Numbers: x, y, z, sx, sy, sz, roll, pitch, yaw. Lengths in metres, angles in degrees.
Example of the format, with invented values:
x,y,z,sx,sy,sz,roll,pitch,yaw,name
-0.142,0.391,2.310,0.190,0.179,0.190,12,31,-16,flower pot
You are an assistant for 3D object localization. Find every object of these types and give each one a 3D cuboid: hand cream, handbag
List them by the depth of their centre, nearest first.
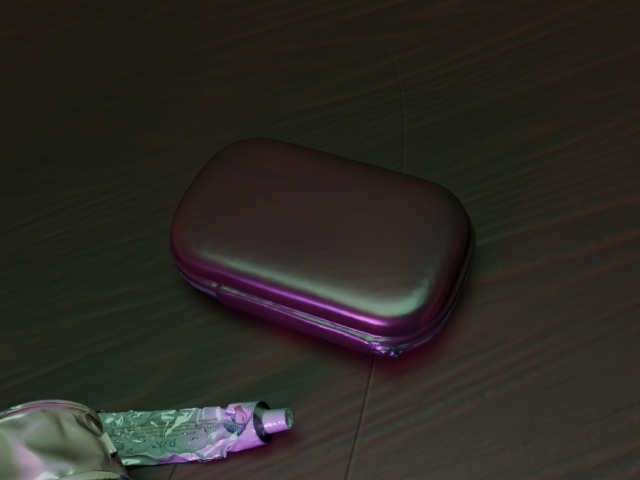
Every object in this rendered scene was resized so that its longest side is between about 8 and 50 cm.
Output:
x,y,z,sx,sy,sz,roll,pitch,yaw,name
-0.314,0.280,0.988,0.205,0.179,0.116,-41,53,13,handbag
-0.156,0.232,1.081,0.256,0.050,0.084,-11,54,10,hand cream

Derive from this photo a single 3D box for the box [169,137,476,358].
x,y,z,sx,sy,sz,roll,pitch,yaw,name
0.000,0.000,1.182,0.403,0.108,0.263,18,60,18,box
